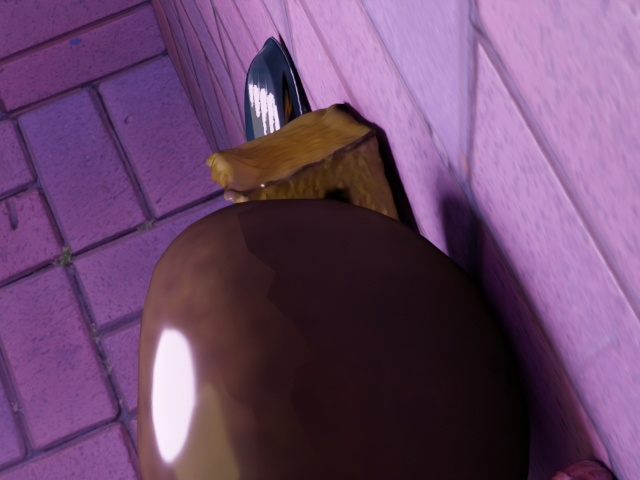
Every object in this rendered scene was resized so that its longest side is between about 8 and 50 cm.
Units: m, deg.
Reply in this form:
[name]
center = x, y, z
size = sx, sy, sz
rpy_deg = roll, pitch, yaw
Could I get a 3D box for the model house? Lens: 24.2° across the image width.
[model house]
center = 0.000, 0.000, 1.558
size = 0.193, 0.174, 0.234
rpy_deg = -133, 24, -72

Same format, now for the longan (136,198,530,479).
[longan]
center = 0.001, 0.157, 1.328
size = 0.404, 0.336, 0.404
rpy_deg = 28, 140, 26

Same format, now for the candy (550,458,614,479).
[candy]
center = 0.210, 0.218, 1.136
size = 0.103, 0.043, 0.103
rpy_deg = 157, 90, -84

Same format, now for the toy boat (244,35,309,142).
[toy boat]
center = -0.048, -0.142, 1.922
size = 0.093, 0.103, 0.246
rpy_deg = 17, 120, 52
